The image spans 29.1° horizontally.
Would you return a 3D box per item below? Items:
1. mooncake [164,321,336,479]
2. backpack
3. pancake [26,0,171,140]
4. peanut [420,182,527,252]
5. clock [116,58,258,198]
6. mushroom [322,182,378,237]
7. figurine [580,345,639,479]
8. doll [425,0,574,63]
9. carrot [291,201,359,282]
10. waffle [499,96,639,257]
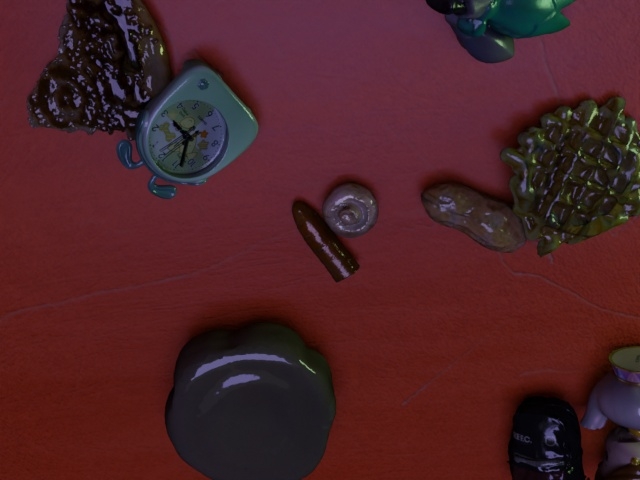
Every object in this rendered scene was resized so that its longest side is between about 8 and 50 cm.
[{"bbox_3d":[-0.107,0.249,1.901,0.275,0.135,0.275,-1,112,-2],"label":"mooncake"},{"bbox_3d":[0.349,0.329,1.930,0.120,0.106,0.165,-3,112,28],"label":"backpack"},{"bbox_3d":[-0.332,-0.250,1.771,0.244,0.057,0.266,-25,104,19],"label":"pancake"},{"bbox_3d":[0.229,-0.035,1.814,0.174,0.080,0.080,23,109,-9],"label":"peanut"},{"bbox_3d":[-0.195,-0.153,1.755,0.188,0.060,0.148,-41,121,-1],"label":"clock"},{"bbox_3d":[0.044,-0.043,1.821,0.083,0.067,0.084,3,113,7],"label":"mushroom"},{"bbox_3d":[0.497,0.302,1.901,0.189,0.142,0.263,3,109,23],"label":"figurine"},{"bbox_3d":[0.242,-0.348,1.650,0.195,0.153,0.258,-52,144,4],"label":"doll"},{"bbox_3d":[0.000,0.000,1.850,0.048,0.048,0.139,-35,104,13],"label":"carrot"},{"bbox_3d":[0.377,-0.098,1.784,0.223,0.054,0.204,-23,105,-6],"label":"waffle"}]
